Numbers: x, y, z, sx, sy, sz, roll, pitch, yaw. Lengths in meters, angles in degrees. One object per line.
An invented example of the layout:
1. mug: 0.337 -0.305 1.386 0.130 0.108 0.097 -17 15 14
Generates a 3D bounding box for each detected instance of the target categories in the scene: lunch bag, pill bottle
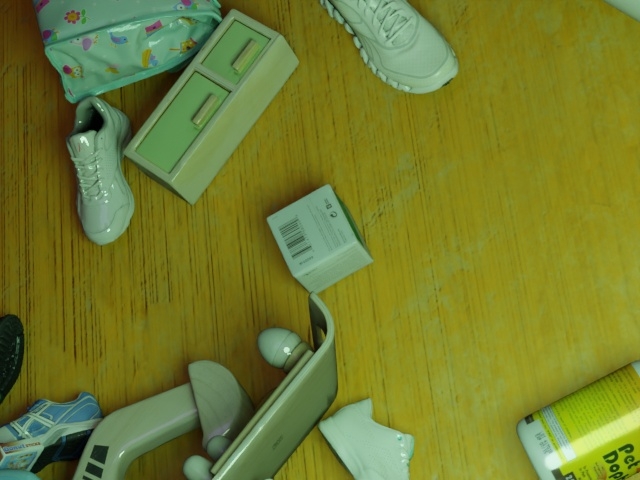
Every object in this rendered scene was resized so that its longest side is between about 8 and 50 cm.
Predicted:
1. lunch bag: -0.293 -0.357 1.854 0.262 0.160 0.223 -20 57 -5
2. pill bottle: 0.348 0.219 1.449 0.215 0.117 0.117 -29 63 7

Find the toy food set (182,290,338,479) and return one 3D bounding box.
1. toy food set: -0.087 0.221 1.505 0.092 0.219 0.306 35 71 16

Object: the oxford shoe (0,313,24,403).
1. oxford shoe: -0.497 0.206 1.762 0.096 0.083 0.227 15 75 25

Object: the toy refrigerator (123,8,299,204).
1. toy refrigerator: -0.159 -0.197 1.797 0.102 0.094 0.269 33 82 27

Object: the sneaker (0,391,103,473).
1. sneaker: -0.398 0.271 1.705 0.211 0.080 0.081 -12 53 -5

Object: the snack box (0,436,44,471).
1. snack box: -0.437 0.333 1.655 0.022 0.064 0.178 52 122 27

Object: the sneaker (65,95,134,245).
1. sneaker: -0.336 -0.107 1.810 0.090 0.115 0.232 -13 66 14

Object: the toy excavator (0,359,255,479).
1. toy excavator: -0.327 0.361 1.589 0.433 0.222 0.445 1 61 18

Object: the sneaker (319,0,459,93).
1. sneaker: 0.081 -0.320 1.753 0.110 0.118 0.292 -41 64 -2

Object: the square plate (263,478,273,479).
1. square plate: -0.078 0.520 1.462 0.347 0.049 0.344 -41 85 0

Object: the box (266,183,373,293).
1. box: 0.000 0.000 1.670 0.102 0.087 0.101 -29 63 6

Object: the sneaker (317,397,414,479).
1. sneaker: 0.088 0.286 1.541 0.094 0.080 0.212 -33 61 -9

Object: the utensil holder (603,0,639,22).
1. utensil holder: 0.404 -0.470 1.591 0.385 0.327 0.327 38 85 30
